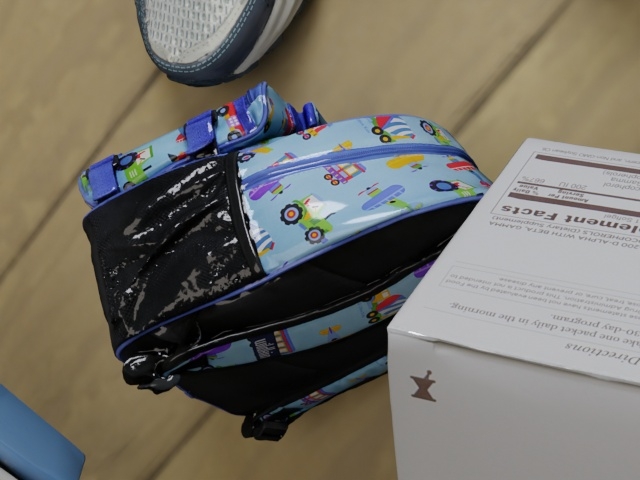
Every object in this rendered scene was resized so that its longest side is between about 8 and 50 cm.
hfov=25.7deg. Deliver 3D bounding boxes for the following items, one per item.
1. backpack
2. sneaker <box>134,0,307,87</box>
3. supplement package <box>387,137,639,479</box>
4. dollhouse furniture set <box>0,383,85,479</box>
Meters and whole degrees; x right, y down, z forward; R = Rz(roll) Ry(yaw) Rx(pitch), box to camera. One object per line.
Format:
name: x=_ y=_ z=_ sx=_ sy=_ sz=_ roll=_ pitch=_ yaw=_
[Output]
backpack: x=0.000 y=0.000 z=0.626 sx=0.173 sy=0.158 sz=0.117 roll=-26 pitch=65 yaw=12
sneaker: x=-0.066 y=-0.214 z=0.652 sx=0.110 sy=0.122 sz=0.283 roll=8 pitch=98 yaw=26
supplement package: x=0.175 y=0.099 z=0.511 sx=0.262 sy=0.145 sz=0.204 roll=11 pitch=126 yaw=25
dollhouse furniture set: x=-0.225 y=0.224 z=0.641 sx=0.286 sy=0.198 sz=0.303 roll=-44 pitch=102 yaw=9
